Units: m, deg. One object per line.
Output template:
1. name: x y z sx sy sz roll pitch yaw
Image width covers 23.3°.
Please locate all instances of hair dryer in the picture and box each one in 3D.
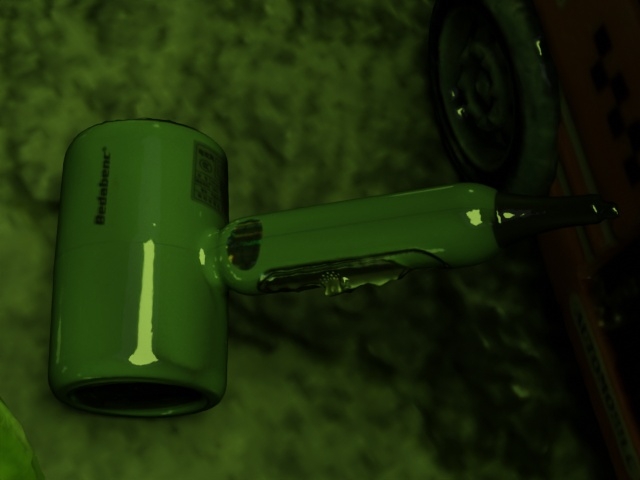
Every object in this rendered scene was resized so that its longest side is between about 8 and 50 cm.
1. hair dryer: 0.000 0.000 0.386 0.150 0.047 0.071 -9 70 24

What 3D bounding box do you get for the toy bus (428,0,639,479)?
1. toy bus: 0.185 0.027 0.362 0.203 0.233 0.427 -13 75 -19

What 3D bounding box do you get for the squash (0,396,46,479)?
1. squash: -0.239 -0.002 0.355 0.233 0.210 0.309 -30 52 -21
